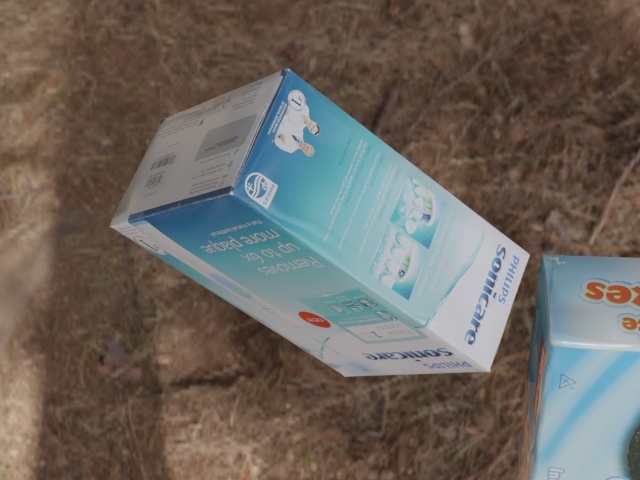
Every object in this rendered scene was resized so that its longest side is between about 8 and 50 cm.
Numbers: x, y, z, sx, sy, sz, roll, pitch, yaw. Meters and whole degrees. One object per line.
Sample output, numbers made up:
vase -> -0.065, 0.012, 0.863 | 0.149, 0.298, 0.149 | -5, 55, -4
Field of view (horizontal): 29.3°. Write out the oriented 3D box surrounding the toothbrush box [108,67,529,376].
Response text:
toothbrush box -> 0.000, 0.000, 1.081 | 0.295, 0.216, 0.126 | 34, 65, -28

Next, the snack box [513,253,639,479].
snack box -> 0.177, 0.149, 0.536 | 0.187, 0.322, 0.060 | 2, 37, 5
